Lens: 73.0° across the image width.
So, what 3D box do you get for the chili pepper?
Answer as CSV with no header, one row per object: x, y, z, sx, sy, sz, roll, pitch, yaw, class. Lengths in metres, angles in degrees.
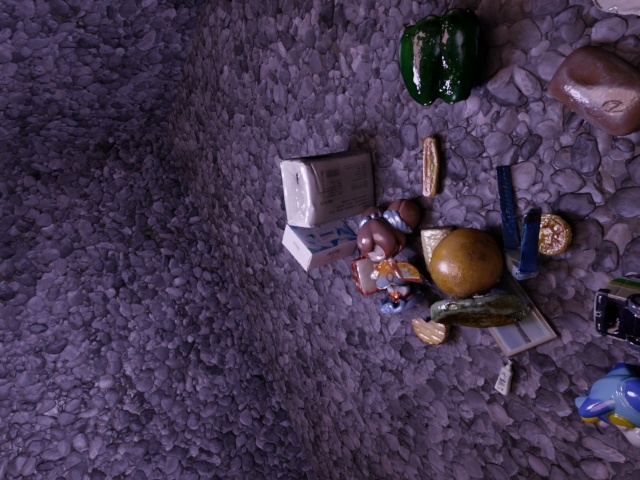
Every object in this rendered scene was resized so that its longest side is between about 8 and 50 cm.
0.364,-0.544,1.297,0.233,0.249,0.256,9,121,38,chili pepper

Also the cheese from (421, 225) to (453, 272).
0.427,0.035,1.556,0.123,0.094,0.167,4,106,54,cheese

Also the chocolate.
0.684,-0.369,1.067,0.261,0.083,0.161,48,136,31,chocolate

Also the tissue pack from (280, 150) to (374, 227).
0.032,-0.216,1.751,0.194,0.357,0.265,12,113,50,tissue pack

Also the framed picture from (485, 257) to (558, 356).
0.617,0.228,1.449,0.289,0.016,0.213,60,142,17,framed picture

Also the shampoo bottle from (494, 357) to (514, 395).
0.644,0.469,1.497,0.049,0.034,0.141,36,130,49,shampoo bottle

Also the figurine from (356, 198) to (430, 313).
0.278,0.055,1.672,0.277,0.248,0.387,-13,103,51,figurine

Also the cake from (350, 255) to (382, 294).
0.225,0.134,1.901,0.262,0.160,0.158,-152,46,-88,cake

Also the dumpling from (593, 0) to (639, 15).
0.679,-0.666,0.886,0.260,0.181,0.341,33,151,53,dumpling

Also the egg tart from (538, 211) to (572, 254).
0.665,-0.023,1.256,0.130,0.052,0.130,27,126,45,egg tart

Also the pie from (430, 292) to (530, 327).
0.499,0.226,1.373,0.302,0.303,0.066,-30,51,53,pie

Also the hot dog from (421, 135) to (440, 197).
0.393,-0.259,1.525,0.066,0.047,0.215,5,108,37,hot dog

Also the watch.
0.575,-0.046,1.290,0.276,0.068,0.274,-86,-18,-55,watch

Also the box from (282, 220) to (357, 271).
0.000,-0.002,1.950,0.203,0.274,0.116,49,139,31,box

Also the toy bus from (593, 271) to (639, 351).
0.834,0.175,1.007,0.306,0.179,0.143,15,131,49,toy bus

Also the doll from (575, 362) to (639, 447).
0.824,0.465,1.102,0.366,0.187,0.375,34,130,53,doll

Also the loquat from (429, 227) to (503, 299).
0.467,0.077,1.392,0.235,0.235,0.234,24,122,46,loquat

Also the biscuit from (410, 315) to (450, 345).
0.439,0.350,1.696,0.183,0.061,0.118,-11,96,56,biscuit
